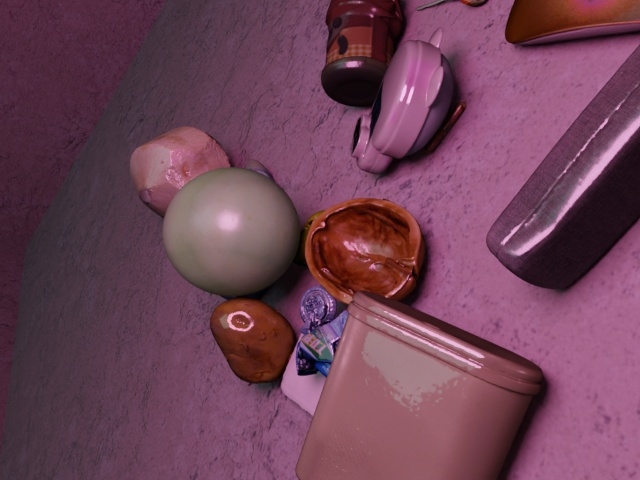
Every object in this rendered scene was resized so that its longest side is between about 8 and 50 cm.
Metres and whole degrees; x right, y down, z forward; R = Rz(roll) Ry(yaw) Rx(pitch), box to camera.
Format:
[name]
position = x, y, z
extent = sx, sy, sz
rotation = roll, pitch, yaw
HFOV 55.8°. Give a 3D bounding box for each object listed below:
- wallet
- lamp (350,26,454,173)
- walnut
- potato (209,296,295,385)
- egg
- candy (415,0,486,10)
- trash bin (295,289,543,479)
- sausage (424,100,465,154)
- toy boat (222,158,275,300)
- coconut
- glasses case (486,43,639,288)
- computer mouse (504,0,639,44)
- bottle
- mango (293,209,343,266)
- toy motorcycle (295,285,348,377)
[wallet]
position = 0.004, 0.188, 0.986
extent = 0.124, 0.032, 0.182
rotation = 22, 89, 49
[lamp]
position = 0.134, -0.199, 0.948
extent = 0.246, 0.108, 0.179
rotation = 124, 165, -47
[walnut]
position = 0.078, 0.024, 0.917
extent = 0.211, 0.087, 0.167
rotation = 35, 88, 42
[potato]
position = -0.115, 0.166, 1.046
extent = 0.137, 0.175, 0.137
rotation = -9, 38, 7
[egg]
position = -0.155, -0.015, 1.038
extent = 0.270, 0.221, 0.220
rotation = 4, 76, 58
[candy]
position = 0.218, -0.410, 1.018
extent = 0.055, 0.049, 0.185
rotation = -43, 25, -15
[trash bin]
position = 0.107, 0.215, 0.722
extent = 0.244, 0.121, 0.247
rotation = 21, 94, 31
[sausage]
position = 0.193, -0.174, 0.938
extent = 0.100, 0.015, 0.015
rotation = -54, 37, 19
[toy boat]
position = -0.183, -0.023, 1.270
extent = 0.215, 0.123, 0.329
rotation = -35, 45, 36
[coconut]
position = -0.331, -0.149, 1.428
extent = 0.241, 0.241, 0.241
rotation = -29, 51, 43
[glasses case]
position = 0.313, -0.088, 0.632
extent = 0.323, 0.131, 0.074
rotation = -54, 46, 19
[computer mouse]
position = 0.358, -0.323, 0.752
extent = 0.310, 0.072, 0.158
rotation = 17, 84, 56
[bottle]
position = 0.074, -0.386, 1.103
extent = 0.156, 0.143, 0.271
rotation = -4, 70, 25
[mango]
position = 0.000, 0.000, 1.058
extent = 0.165, 0.074, 0.091
rotation = -27, 58, 59
[toy motorcycle]
position = 0.042, 0.175, 0.876
extent = 0.254, 0.092, 0.135
rotation = 35, 101, 35
